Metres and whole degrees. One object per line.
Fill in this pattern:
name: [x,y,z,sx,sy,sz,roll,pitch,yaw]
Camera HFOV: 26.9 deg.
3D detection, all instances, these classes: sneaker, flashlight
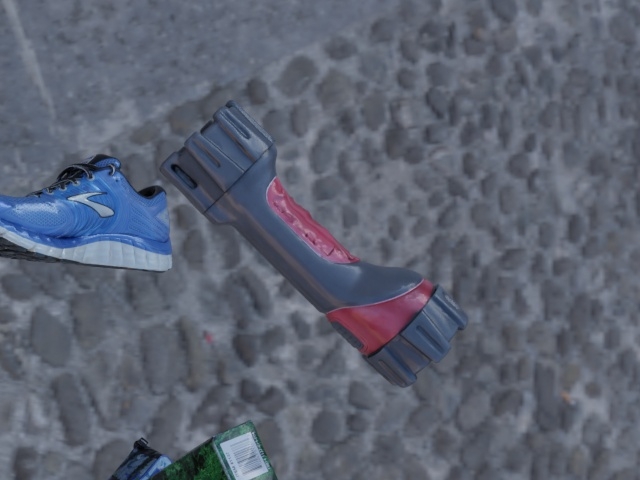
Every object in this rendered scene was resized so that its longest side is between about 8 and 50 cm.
sneaker: [-0.328,-0.042,1.721,0.330,0.130,0.147,8,86,-48]
flashlight: [0.000,0.000,1.244,0.304,0.103,0.103,46,26,-5]

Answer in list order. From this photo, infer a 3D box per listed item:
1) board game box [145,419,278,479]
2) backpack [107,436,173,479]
board game box: [-0.080,0.197,0.694,0.030,0.260,0.136,-14,73,-39]
backpack: [-0.185,0.287,1.402,0.114,0.084,0.105,-45,126,-23]
